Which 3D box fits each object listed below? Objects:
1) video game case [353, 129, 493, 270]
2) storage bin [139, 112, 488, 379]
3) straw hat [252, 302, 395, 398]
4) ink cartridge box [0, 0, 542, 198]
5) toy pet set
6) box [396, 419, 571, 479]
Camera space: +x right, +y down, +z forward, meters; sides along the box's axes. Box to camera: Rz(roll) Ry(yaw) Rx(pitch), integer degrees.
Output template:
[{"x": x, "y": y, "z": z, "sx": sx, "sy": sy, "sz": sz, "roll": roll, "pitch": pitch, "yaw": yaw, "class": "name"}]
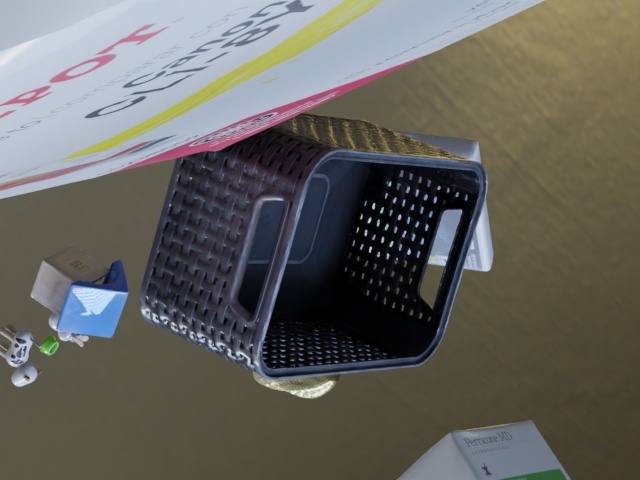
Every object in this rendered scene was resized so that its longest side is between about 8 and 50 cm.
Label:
[{"x": 0.043, "y": -0.034, "z": 1.388, "sx": 0.173, "sy": 0.190, "sz": 0.022, "roll": 8, "pitch": -115, "yaw": 13, "class": "video game case"}, {"x": 0.000, "y": 0.000, "z": 0.952, "sx": 0.084, "sy": 0.180, "sz": 0.122, "roll": 22, "pitch": -78, "yaw": 32, "class": "storage bin"}, {"x": -0.015, "y": 0.076, "z": 1.219, "sx": 0.144, "sy": 0.144, "sz": 0.061, "roll": -4, "pitch": -107, "yaw": 35, "class": "straw hat"}, {"x": -0.076, "y": -0.121, "z": 0.644, "sx": 0.279, "sy": 0.385, "sz": 0.160, "roll": -21, "pitch": -92, "yaw": 33, "class": "ink cartridge box"}, {"x": -0.180, "y": 0.064, "z": 1.325, "sx": 0.065, "sy": 0.122, "sz": 0.114, "roll": 33, "pitch": -60, "yaw": 16, "class": "toy pet set"}, {"x": 0.103, "y": 0.182, "z": 1.161, "sx": 0.102, "sy": 0.101, "sz": 0.087, "roll": -47, "pitch": -117, "yaw": 29, "class": "box"}]
